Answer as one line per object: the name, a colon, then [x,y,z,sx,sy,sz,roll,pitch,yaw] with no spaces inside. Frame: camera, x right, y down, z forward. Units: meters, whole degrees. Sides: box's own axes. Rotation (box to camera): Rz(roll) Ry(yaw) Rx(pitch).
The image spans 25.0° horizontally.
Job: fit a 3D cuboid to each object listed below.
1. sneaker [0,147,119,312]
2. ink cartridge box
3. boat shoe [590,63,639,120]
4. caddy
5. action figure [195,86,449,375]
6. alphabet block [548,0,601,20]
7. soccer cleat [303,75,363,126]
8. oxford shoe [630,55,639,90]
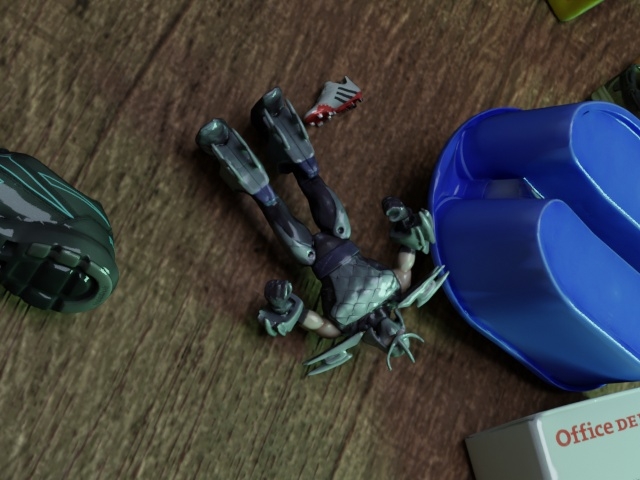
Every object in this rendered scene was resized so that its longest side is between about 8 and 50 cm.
sneaker: [-0.291,-0.029,1.190,0.267,0.101,0.106,26,39,-22]
ink cartridge box: [0.280,0.294,1.411,0.198,0.115,0.273,-8,78,-35]
boat shoe: [0.364,-0.134,1.569,0.080,0.073,0.223,27,18,-24]
caddy: [0.252,0.008,1.454,0.341,0.179,0.241,37,62,-31]
action figure: [0.000,0.000,1.340,0.185,0.099,0.285,-34,84,-18]
alphabet block: [0.347,-0.395,1.653,0.197,0.193,0.192,-30,89,-36]
soccer cleat: [0.008,-0.140,1.447,0.083,0.029,0.036,-29,81,-39]
oxford shoe: [0.512,-0.086,1.682,0.364,0.132,0.130,46,54,-14]
